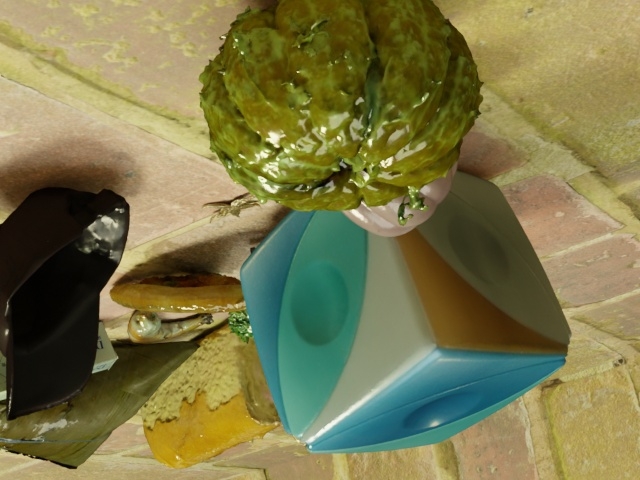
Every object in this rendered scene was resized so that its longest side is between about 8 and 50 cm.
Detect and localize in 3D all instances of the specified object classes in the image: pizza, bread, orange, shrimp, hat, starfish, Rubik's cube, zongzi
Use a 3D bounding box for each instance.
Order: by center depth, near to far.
[{"bbox_3d":[0.013,-0.157,1.268,0.301,0.223,0.300,-2,147,-16],"label":"orange"},{"bbox_3d":[-0.414,0.064,1.589,0.209,0.336,0.238,21,-171,19],"label":"hat"},{"bbox_3d":[-0.134,-0.051,1.762,0.092,0.016,0.086,1,154,-26],"label":"starfish"},{"bbox_3d":[0.123,0.106,1.791,0.352,0.347,0.351,5,144,-41],"label":"Rubik's cube"},{"bbox_3d":[-0.217,0.083,1.952,0.292,0.058,0.197,0,-175,33],"label":"pizza"},{"bbox_3d":[-0.279,0.157,2.188,0.166,0.049,0.161,-9,162,-12],"label":"shrimp"},{"bbox_3d":[-0.476,0.272,2.237,0.393,0.174,0.356,-37,149,18],"label":"zongzi"},{"bbox_3d":[-0.210,0.318,2.382,0.165,0.236,0.375,3,155,-41],"label":"bread"}]

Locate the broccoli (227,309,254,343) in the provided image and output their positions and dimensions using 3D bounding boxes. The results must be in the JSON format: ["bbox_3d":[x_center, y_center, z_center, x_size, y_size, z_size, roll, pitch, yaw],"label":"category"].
[{"bbox_3d":[-0.068,0.168,2.129,0.220,0.194,0.194,11,150,-36],"label":"broccoli"}]

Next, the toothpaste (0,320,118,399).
[{"bbox_3d":[-0.522,0.226,2.079,0.313,0.089,0.071,-14,160,-34],"label":"toothpaste"}]

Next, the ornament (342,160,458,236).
[{"bbox_3d":[0.086,-0.099,1.534,0.178,0.177,0.177,-11,160,-4],"label":"ornament"}]

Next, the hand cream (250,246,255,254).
[{"bbox_3d":[0.000,0.000,1.937,0.234,0.050,0.080,-14,152,-7],"label":"hand cream"}]
